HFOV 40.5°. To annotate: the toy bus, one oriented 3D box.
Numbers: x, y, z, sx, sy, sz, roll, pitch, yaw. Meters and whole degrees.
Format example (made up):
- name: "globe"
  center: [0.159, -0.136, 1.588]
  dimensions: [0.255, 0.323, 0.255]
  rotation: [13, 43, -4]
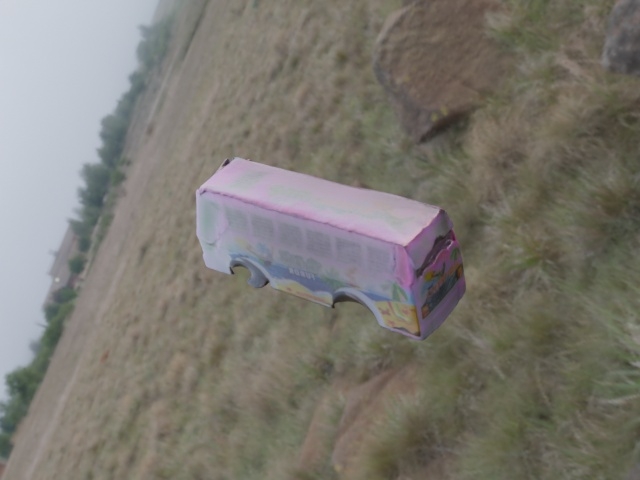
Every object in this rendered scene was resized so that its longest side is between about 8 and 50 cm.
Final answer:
- name: "toy bus"
  center: [0.000, 0.000, 0.822]
  dimensions: [0.090, 0.274, 0.112]
  rotation: [-44, -45, -36]
